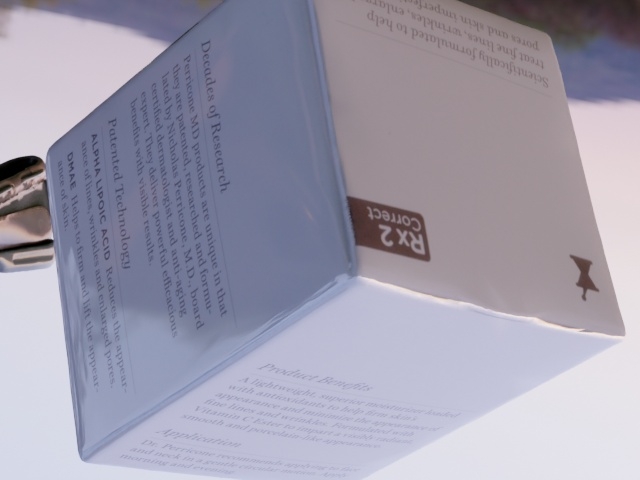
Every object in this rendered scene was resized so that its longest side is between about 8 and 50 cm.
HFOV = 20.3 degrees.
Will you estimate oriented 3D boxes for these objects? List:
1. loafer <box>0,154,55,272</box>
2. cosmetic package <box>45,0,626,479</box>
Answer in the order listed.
[{"bbox_3d":[-0.263,-0.020,1.213,0.096,0.084,0.267,7,-177,18],"label":"loafer"},{"bbox_3d":[0.000,0.000,0.752,0.151,0.151,0.183,13,145,-40],"label":"cosmetic package"}]
